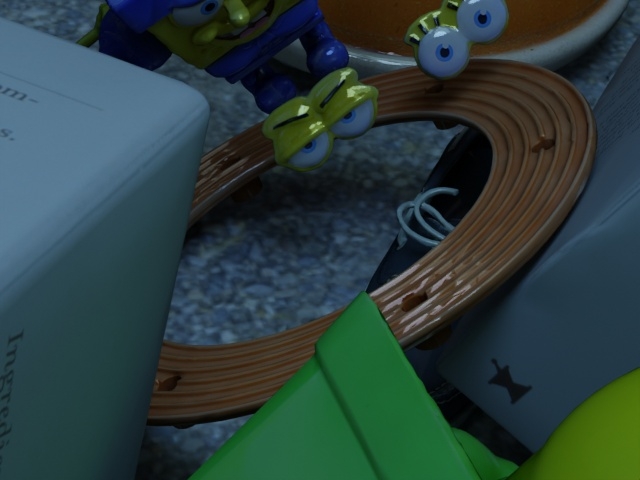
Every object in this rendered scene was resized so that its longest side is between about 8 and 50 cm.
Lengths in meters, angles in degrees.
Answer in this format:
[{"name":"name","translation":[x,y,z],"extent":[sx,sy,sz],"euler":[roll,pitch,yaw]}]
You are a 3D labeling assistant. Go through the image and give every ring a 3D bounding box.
[{"name":"ring","translation":[0.000,0.000,1.110],"extent":[0.336,0.032,0.336],"euler":[-22,27,12]}]

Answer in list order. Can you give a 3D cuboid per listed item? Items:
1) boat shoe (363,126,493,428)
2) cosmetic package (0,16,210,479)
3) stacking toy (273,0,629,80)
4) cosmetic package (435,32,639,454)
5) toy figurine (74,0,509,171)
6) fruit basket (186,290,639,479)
[{"name":"boat shoe","translation":[0.086,0.011,1.185],"extent":[0.095,0.079,0.254],"euler":[26,46,4]},{"name":"cosmetic package","translation":[-0.289,0.092,0.796],"extent":[0.329,0.327,0.394],"euler":[21,30,13]},{"name":"stacking toy","translation":[0.079,-0.370,1.302],"extent":[0.350,0.480,0.351],"euler":[5,42,-4]},{"name":"cosmetic package","translation":[0.264,-0.062,1.139],"extent":[0.161,0.230,0.453],"euler":[41,43,-3]},{"name":"toy figurine","translation":[-0.089,-0.147,1.107],"extent":[0.362,0.217,0.191],"euler":[-33,59,6]},{"name":"fruit basket","translation":[0.130,0.178,0.816],"extent":[0.392,0.283,0.392],"euler":[-12,52,16]}]
